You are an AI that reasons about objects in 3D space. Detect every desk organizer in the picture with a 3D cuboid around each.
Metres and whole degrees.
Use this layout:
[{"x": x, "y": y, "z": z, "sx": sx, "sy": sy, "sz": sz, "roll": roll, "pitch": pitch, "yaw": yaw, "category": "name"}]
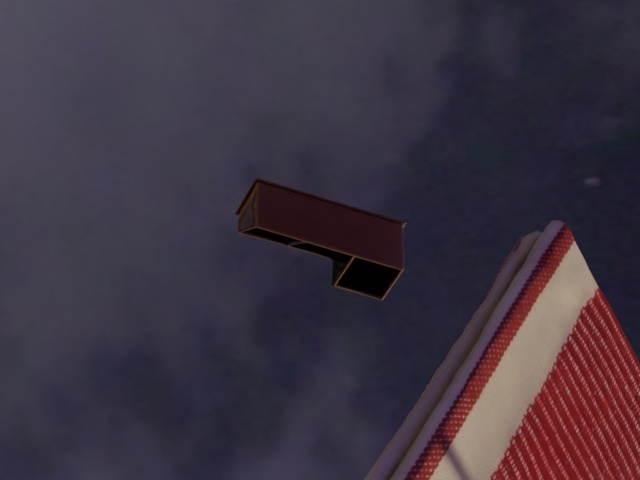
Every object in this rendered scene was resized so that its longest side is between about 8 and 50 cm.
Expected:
[{"x": 0.000, "y": 0.000, "z": 1.576, "sx": 0.047, "sy": 0.130, "sz": 0.050, "roll": 123, "pitch": -23, "yaw": -44, "category": "desk organizer"}]

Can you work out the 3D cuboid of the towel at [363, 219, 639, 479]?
[{"x": 0.122, "y": 0.183, "z": 0.821, "sx": 0.037, "sy": 0.237, "sz": 0.329, "roll": -17, "pitch": -71, "yaw": 31, "category": "towel"}]
